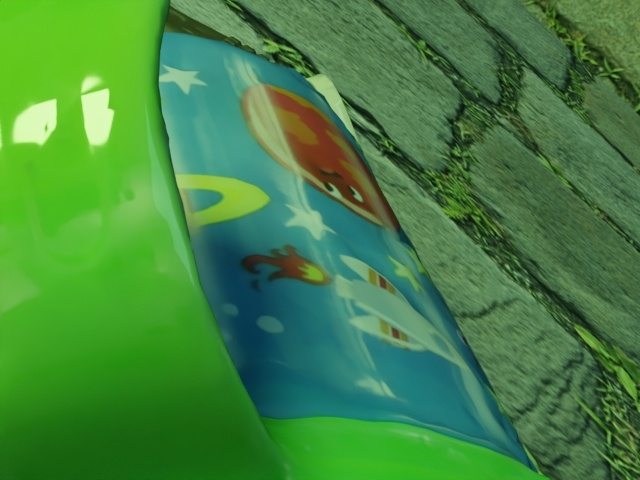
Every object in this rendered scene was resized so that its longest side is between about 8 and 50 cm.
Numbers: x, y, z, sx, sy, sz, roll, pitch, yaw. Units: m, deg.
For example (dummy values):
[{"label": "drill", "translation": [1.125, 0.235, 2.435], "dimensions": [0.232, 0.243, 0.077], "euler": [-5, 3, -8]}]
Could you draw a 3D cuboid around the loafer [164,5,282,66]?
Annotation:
[{"label": "loafer", "translation": [-0.127, -0.103, 0.941], "dimensions": [0.268, 0.092, 0.102], "euler": [34, 14, 18]}]

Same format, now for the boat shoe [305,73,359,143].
[{"label": "boat shoe", "translation": [0.000, 0.000, 1.032], "dimensions": [0.079, 0.084, 0.233], "euler": [-10, 55, -19]}]

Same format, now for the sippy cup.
[{"label": "sippy cup", "translation": [-0.048, 0.064, 0.502], "dimensions": [0.240, 0.305, 0.224], "euler": [16, 38, -28]}]
